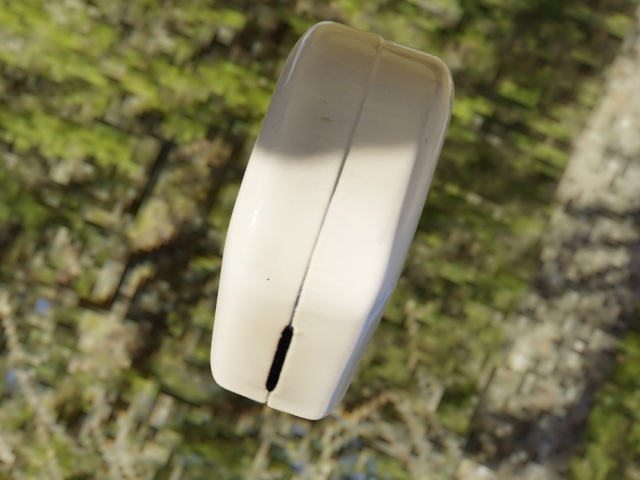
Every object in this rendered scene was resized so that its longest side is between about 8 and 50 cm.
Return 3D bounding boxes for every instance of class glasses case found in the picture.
[{"bbox_3d":[0.000,0.000,0.608,0.050,0.083,0.196,21,162,1],"label":"glasses case"}]
